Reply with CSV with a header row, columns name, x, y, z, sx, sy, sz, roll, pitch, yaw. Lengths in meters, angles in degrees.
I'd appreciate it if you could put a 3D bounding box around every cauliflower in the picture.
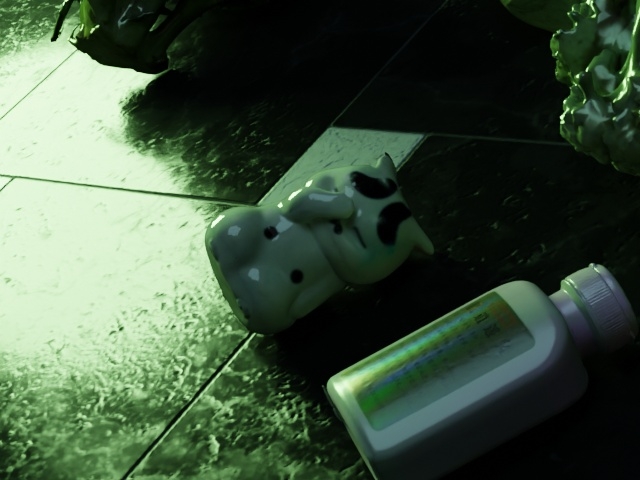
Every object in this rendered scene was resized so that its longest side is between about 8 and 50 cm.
name,x,y,z,sx,sy,sz,roll,pitch,yaw
cauliflower,0.321,-0.157,1.304,0.327,0.281,0.260,-34,64,-25

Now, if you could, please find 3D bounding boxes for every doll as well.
name,x,y,z,sx,sy,sz,roll,pitch,yaw
doll,-0.006,0.003,1.446,0.181,0.110,0.107,-26,-7,2

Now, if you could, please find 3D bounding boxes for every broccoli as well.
name,x,y,z,sx,sy,sz,roll,pitch,yaw
broccoli,-0.203,-0.336,1.951,0.304,0.321,0.283,2,71,52

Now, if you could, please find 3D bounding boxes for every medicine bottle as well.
name,x,y,z,sx,sy,sz,roll,pitch,yaw
medicine bottle,0.119,0.093,1.251,0.219,0.078,0.115,-28,30,-4

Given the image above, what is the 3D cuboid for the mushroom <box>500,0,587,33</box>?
name,x,y,z,sx,sy,sz,roll,pitch,yaw
mushroom,0.226,-0.249,1.674,0.107,0.087,0.333,-26,34,-3
